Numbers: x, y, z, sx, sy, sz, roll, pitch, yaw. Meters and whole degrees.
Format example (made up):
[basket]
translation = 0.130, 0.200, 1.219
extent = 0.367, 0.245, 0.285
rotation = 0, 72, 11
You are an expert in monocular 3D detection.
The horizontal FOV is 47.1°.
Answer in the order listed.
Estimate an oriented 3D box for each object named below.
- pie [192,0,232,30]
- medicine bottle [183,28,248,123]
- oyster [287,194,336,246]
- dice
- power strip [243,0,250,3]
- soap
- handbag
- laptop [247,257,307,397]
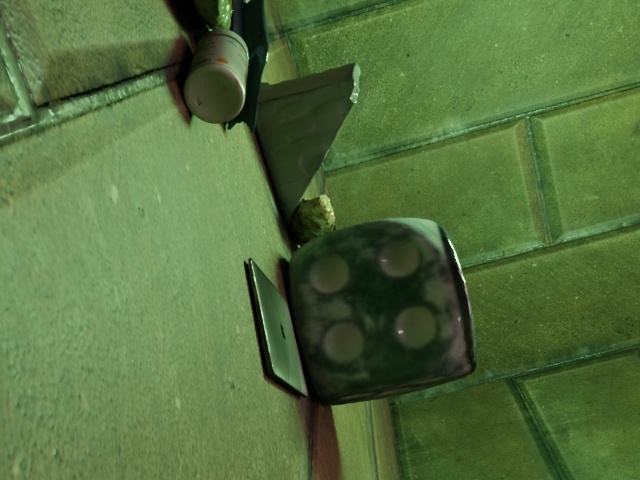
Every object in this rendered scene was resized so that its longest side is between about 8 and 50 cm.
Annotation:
[pie]
translation = -0.179, -0.465, 1.154
extent = 0.302, 0.066, 0.303
rotation = 176, -90, -84
[medicine bottle]
translation = -0.149, -0.243, 1.073
extent = 0.183, 0.086, 0.086
rotation = -95, 169, -58
[oyster]
translation = 0.001, 0.004, 1.725
extent = 0.166, 0.094, 0.294
rotation = 24, -29, 43
[dice]
translation = 0.133, 0.154, 1.549
extent = 0.330, 0.348, 0.328
rotation = 54, 23, -72
[power strip]
translation = -0.174, -0.535, 1.746
extent = 0.198, 0.064, 0.213
rotation = -88, 164, -66
[soap]
translation = -0.001, -0.224, 1.656
extent = 0.159, 0.257, 0.302
rotation = -95, 170, -68
[handbag]
translation = -0.134, -0.316, 1.293
extent = 0.229, 0.062, 0.179
rotation = -97, -165, -45
[laptop]
translation = -0.068, 0.152, 1.210
extent = 0.269, 0.015, 0.188
rotation = 62, 14, -68
